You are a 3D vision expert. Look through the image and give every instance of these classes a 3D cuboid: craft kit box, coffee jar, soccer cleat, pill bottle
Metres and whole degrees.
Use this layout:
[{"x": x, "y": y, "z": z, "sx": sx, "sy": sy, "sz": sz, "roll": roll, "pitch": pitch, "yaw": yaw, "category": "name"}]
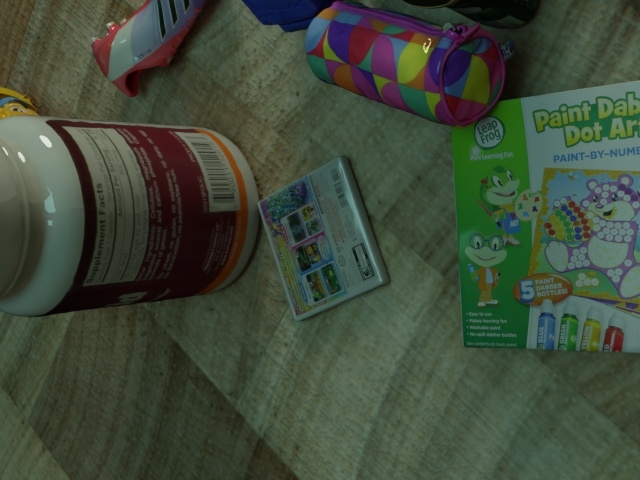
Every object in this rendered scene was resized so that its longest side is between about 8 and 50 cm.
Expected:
[{"x": 0.246, "y": -0.018, "z": 0.918, "sx": 0.249, "sy": 0.061, "sz": 0.247, "roll": -4, "pitch": 87, "yaw": 39, "category": "craft kit box"}, {"x": 0.135, "y": -0.259, "z": 0.908, "sx": 0.079, "sy": 0.184, "sz": 0.096, "roll": 11, "pitch": 99, "yaw": 38, "category": "coffee jar"}, {"x": -0.201, "y": -0.281, "z": 1.261, "sx": 0.248, "sy": 0.083, "sz": 0.095, "roll": -30, "pitch": 99, "yaw": 33, "category": "soccer cleat"}, {"x": -0.278, "y": -0.029, "z": 1.124, "sx": 0.224, "sy": 0.392, "sz": 0.224, "roll": 3, "pitch": 94, "yaw": 39, "category": "pill bottle"}]

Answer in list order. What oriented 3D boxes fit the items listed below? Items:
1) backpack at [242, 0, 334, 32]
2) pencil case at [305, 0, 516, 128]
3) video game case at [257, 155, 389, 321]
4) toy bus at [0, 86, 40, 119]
[{"x": -0.025, "y": -0.304, "z": 1.095, "sx": 0.098, "sy": 0.101, "sz": 0.120, "roll": 2, "pitch": 61, "yaw": 35, "category": "backpack"}, {"x": 0.083, "y": -0.187, "z": 0.983, "sx": 0.236, "sy": 0.104, "sz": 0.104, "roll": 25, "pitch": 109, "yaw": 49, "category": "pencil case"}, {"x": 0.000, "y": 0.000, "z": 1.141, "sx": 0.143, "sy": 0.019, "sz": 0.157, "roll": -27, "pitch": 77, "yaw": 37, "category": "video game case"}, {"x": -0.492, "y": -0.158, "z": 1.469, "sx": 0.220, "sy": 0.149, "sz": 0.211, "roll": -33, "pitch": 57, "yaw": 33, "category": "toy bus"}]
